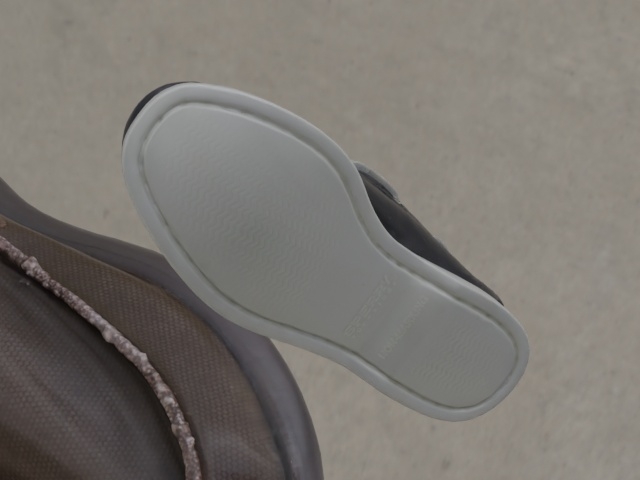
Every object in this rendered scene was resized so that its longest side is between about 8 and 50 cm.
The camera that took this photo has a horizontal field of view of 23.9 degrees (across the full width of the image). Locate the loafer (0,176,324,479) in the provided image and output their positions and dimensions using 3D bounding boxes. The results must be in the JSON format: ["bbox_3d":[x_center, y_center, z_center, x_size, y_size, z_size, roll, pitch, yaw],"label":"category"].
[{"bbox_3d":[-0.151,0.047,0.575,0.366,0.133,0.130,30,23,37],"label":"loafer"}]

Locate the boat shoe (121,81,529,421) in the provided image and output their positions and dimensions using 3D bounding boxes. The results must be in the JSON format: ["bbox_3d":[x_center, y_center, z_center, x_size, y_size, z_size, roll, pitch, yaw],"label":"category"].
[{"bbox_3d":[0.000,0.000,0.355,0.125,0.046,0.038,32,10,-34],"label":"boat shoe"}]
